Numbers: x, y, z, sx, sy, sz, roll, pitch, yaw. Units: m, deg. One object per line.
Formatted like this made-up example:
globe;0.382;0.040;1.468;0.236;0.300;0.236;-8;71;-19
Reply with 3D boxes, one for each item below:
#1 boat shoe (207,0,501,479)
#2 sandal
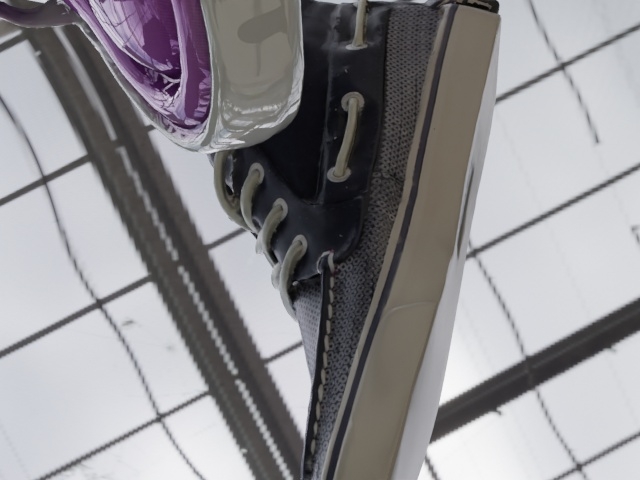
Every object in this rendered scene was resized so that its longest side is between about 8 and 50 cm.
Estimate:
boat shoe;0.000;0.000;0.742;0.158;0.127;0.341;9;-125;11
sandal;-0.140;-0.158;0.558;0.102;0.416;0.169;-19;-58;-24
